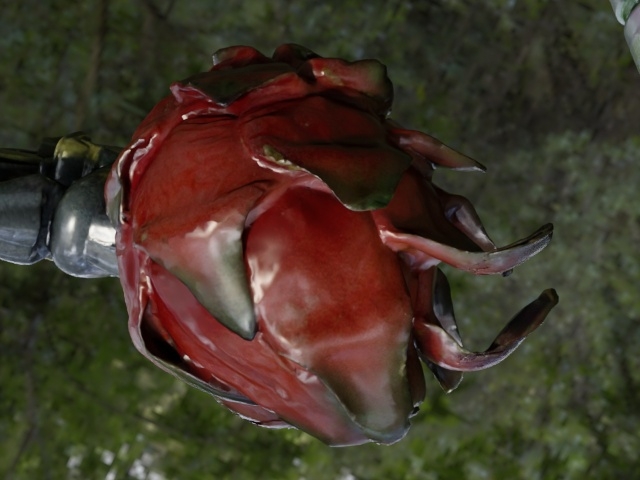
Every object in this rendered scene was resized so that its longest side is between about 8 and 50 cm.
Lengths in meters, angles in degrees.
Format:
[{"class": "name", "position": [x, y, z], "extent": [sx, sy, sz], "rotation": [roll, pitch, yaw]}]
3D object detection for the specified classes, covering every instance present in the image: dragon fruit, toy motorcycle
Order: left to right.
[{"class": "toy motorcycle", "position": [-0.082, -0.009, 0.691], "extent": [0.193, 0.061, 0.124], "rotation": [6, -162, -30]}, {"class": "dragon fruit", "position": [-0.006, 0.004, 0.503], "extent": [0.142, 0.121, 0.130], "rotation": [46, 178, 8]}]

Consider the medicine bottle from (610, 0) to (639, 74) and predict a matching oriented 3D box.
[{"class": "medicine bottle", "position": [0.195, -0.062, 0.681], "extent": [0.086, 0.086, 0.183], "rotation": [15, -127, -61]}]
